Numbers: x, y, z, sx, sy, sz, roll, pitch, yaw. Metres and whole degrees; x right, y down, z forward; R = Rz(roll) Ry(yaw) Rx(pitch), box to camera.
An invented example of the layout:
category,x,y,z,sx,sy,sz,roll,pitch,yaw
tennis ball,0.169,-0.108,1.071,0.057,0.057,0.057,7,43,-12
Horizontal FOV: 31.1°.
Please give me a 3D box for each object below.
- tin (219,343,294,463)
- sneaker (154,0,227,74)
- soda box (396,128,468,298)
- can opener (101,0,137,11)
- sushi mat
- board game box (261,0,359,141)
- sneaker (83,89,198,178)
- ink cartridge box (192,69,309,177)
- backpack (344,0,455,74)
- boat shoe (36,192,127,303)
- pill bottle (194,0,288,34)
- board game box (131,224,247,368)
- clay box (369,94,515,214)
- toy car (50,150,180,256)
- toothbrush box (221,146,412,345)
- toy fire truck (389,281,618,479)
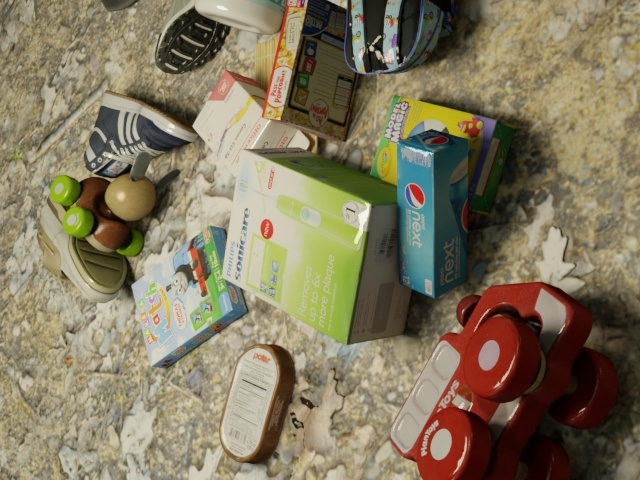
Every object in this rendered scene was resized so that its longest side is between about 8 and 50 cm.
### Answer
category,x,y,z,sx,sy,sz,roll,pitch,yaw
tin,-0.099,0.251,1.776,0.106,0.040,0.189,17,92,39
sneaker,-0.207,-0.412,1.991,0.271,0.100,0.108,-61,35,9
soda box,0.149,-0.036,1.527,0.067,0.071,0.210,23,125,42
can opener,-0.310,-0.525,2.128,0.280,0.074,0.093,-29,97,36
sushi mat,-0.056,-0.185,1.842,0.151,0.019,0.316,-11,73,41
board game box,-0.003,-0.258,1.725,0.045,0.147,0.193,12,88,43
sneaker,-0.320,-0.165,2.022,0.282,0.099,0.153,24,92,50
ink cartridge box,-0.111,-0.170,1.831,0.198,0.067,0.115,48,114,39
backpack,0.112,-0.315,1.651,0.158,0.117,0.173,-3,78,42
boat shoe,-0.439,0.028,2.091,0.103,0.113,0.302,-57,39,19
pill bottle,-0.102,-0.477,1.863,0.146,0.146,0.264,18,93,43
board game box,-0.222,0.096,1.919,0.211,0.039,0.160,-36,59,32
clay box,0.156,-0.125,1.613,0.222,0.053,0.127,20,96,42
toy car,-0.341,-0.084,2.000,0.188,0.155,0.149,-40,56,18
toothbrush box,0.000,0.000,1.655,0.283,0.122,0.206,27,113,44
toy fire truck,0.209,0.182,1.441,0.302,0.169,0.254,-64,30,10
